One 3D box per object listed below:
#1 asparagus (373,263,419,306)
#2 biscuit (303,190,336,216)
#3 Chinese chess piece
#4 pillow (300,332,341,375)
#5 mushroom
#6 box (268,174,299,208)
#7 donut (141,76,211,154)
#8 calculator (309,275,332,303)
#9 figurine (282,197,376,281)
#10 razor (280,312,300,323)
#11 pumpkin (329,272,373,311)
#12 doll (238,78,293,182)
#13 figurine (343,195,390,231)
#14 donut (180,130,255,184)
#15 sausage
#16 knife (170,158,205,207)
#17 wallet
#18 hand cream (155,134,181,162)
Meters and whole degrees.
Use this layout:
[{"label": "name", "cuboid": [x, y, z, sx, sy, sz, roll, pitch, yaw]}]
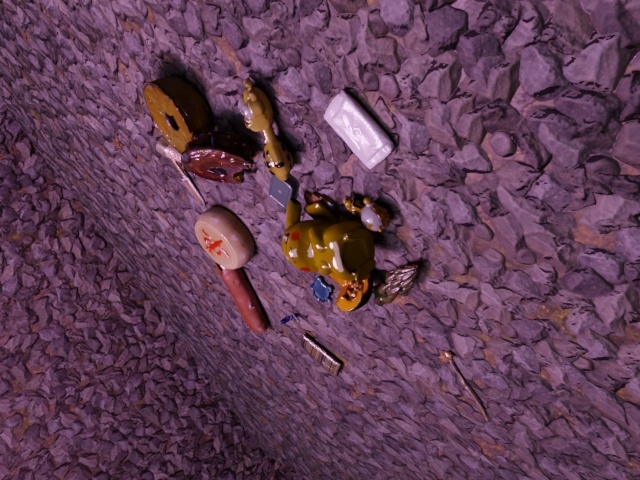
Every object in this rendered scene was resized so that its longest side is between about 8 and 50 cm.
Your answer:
[{"label": "asparagus", "cuboid": [0.201, 0.127, 1.558, 0.080, 0.080, 0.287, 46, 149, 3]}, {"label": "biscuit", "cuboid": [0.002, -0.096, 1.607, 0.119, 0.019, 0.130, 55, 148, -14]}, {"label": "Chinese chess piece", "cuboid": [-0.360, -0.006, 2.094, 0.251, 0.097, 0.250, 31, 146, 24]}, {"label": "pillow", "cuboid": [-0.003, 0.458, 2.240, 0.203, 0.038, 0.113, 36, 148, 20]}, {"label": "mushroom", "cuboid": [0.440, 0.437, 1.678, 0.026, 0.028, 0.286, -26, 110, 15]}, {"label": "box", "cuboid": [-0.113, -0.153, 1.674, 0.091, 0.031, 0.126, 40, 148, 12]}, {"label": "donut", "cuboid": [-0.439, -0.393, 1.746, 0.272, 0.107, 0.272, 38, 152, 25]}, {"label": "calculator", "cuboid": [0.003, 0.174, 1.923, 0.094, 0.019, 0.141, 40, 151, 13]}, {"label": "figurine", "cuboid": [0.006, 0.001, 1.544, 0.327, 0.169, 0.218, 4, 113, 37]}, {"label": "razor", "cuboid": [-0.121, 0.312, 2.230, 0.044, 0.028, 0.155, 50, 149, -5]}, {"label": "pumpkin", "cuboid": [0.096, 0.119, 1.632, 0.119, 0.108, 0.183, -29, 64, 33]}, {"label": "doll", "cuboid": [-0.147, -0.292, 1.503, 0.291, 0.086, 0.117, 67, 174, -28]}, {"label": "figurine", "cuboid": [0.116, -0.075, 1.441, 0.143, 0.068, 0.101, 40, 166, 14]}, {"label": "donut", "cuboid": [-0.306, -0.251, 1.678, 0.216, 0.095, 0.230, 10, 163, -6]}, {"label": "sausage", "cuboid": [-0.324, 0.234, 2.336, 0.094, 0.094, 0.418, -107, -4, -57]}, {"label": "knife", "cuboid": [-0.499, -0.227, 2.085, 0.046, 0.022, 0.256, -1, 130, 45]}, {"label": "wallet", "cuboid": [0.085, -0.256, 1.304, 0.183, 0.032, 0.124, 47, 152, -2]}, {"label": "hand cream", "cuboid": [-0.468, -0.289, 1.926, 0.203, 0.084, 0.084, 36, 148, 10]}]
